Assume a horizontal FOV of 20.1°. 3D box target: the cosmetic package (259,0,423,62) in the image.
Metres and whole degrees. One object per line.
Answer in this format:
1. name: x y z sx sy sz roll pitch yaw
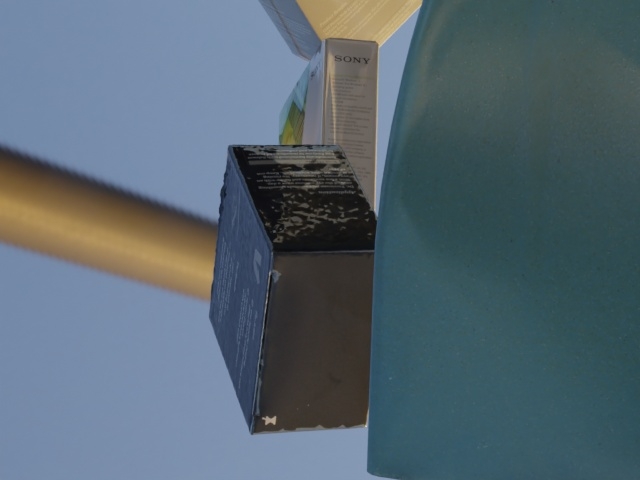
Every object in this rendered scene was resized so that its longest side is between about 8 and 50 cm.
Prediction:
1. cosmetic package: -0.011 -0.282 1.709 0.127 0.107 0.238 -44 -50 -13

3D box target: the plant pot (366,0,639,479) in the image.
1. plant pot: 0.120 -0.022 0.829 0.165 0.165 0.234 -36 -54 -61

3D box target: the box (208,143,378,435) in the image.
1. box: -0.018 0.033 1.323 0.093 0.156 0.158 -1 -149 -15

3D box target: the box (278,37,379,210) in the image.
1. box: 0.000 0.000 1.679 0.058 0.232 0.322 6 -105 -10
